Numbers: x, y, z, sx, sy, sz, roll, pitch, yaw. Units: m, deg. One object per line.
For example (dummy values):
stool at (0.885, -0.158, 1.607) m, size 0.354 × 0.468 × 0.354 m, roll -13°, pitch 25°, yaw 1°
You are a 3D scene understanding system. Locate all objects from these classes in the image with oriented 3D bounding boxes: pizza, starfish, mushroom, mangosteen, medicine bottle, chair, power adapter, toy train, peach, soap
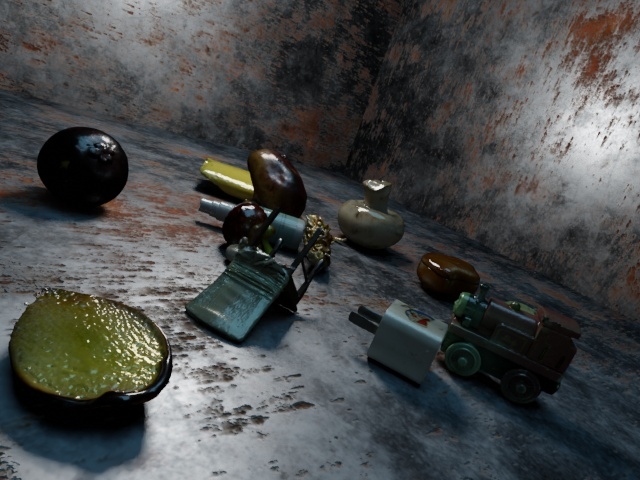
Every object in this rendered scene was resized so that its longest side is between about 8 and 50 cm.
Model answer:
pizza at (0.000, 0.000, 1.434) m, size 0.086 × 0.161 × 0.305 m, roll -12°, pitch 21°, yaw 7°
starfish at (0.008, -0.037, 1.776) m, size 0.138 × 0.050 × 0.247 m, roll 7°, pitch 27°, yaw -42°
mushroom at (0.233, -0.112, 1.843) m, size 0.298 × 0.290 × 0.297 m, roll 18°, pitch 16°, yaw -5°
mushroom at (-0.219, 0.027, 1.203) m, size 0.085 × 0.079 × 0.085 m, roll 16°, pitch 15°, yaw -4°
mushroom at (-0.192, -0.184, 1.664) m, size 0.345 × 0.260 × 0.345 m, roll 63°, pitch 3°, yaw -5°
mangosteen at (-0.201, -0.034, 1.308) m, size 0.182 × 0.145 × 0.156 m, roll 22°, pitch 13°, yaw 7°
medicine bottle at (-0.231, -0.067, 1.452) m, size 0.352 × 0.110 × 0.110 m, roll 17°, pitch 16°, yaw -9°
chair at (-0.131, 0.100, 0.987) m, size 0.160 × 0.319 × 0.186 m, roll 26°, pitch -28°, yaw 17°
mangosteen at (-0.672, -0.195, 1.218) m, size 0.266 × 0.228 × 0.228 m, roll -20°, pitch -13°, yaw 37°
power adapter at (0.164, 0.207, 0.975) m, size 0.205 × 0.125 × 0.130 m, roll 25°, pitch 17°, yaw 16°
toy train at (0.431, 0.236, 1.028) m, size 0.305 × 0.221 × 0.150 m, roll 23°, pitch 18°, yaw 14°
peach at (-0.337, 0.162, 0.625) m, size 0.279 × 0.068 × 0.189 m, roll 32°, pitch 27°, yaw 32°
soap at (-0.324, -0.242, 1.933) m, size 0.428 × 0.115 × 0.306 m, roll 18°, pitch 12°, yaw -10°

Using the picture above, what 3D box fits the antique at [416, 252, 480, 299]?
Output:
antique at (0.473, 0.133, 1.608) m, size 0.224 × 0.129 × 0.278 m, roll 27°, pitch 17°, yaw 26°

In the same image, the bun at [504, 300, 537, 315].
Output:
bun at (0.664, 0.272, 1.406) m, size 0.221 × 0.108 × 0.221 m, roll 18°, pitch 15°, yaw -5°
